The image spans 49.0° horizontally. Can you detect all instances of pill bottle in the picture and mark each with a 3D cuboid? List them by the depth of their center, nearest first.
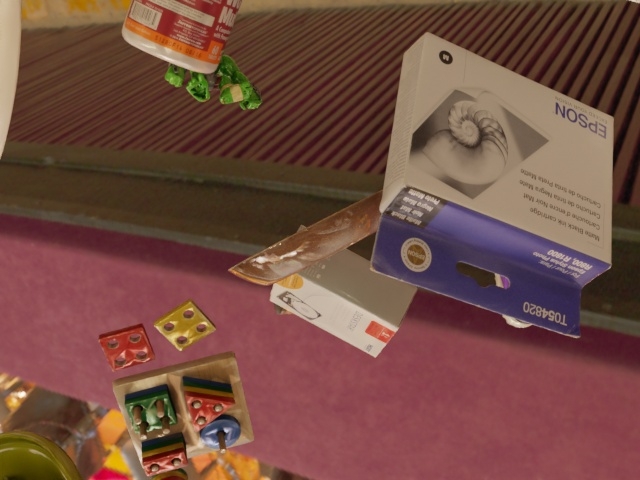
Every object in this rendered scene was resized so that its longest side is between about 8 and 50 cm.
[{"bbox_3d":[-0.143,-0.321,0.825,0.121,0.121,0.221,28,106,13],"label":"pill bottle"}]

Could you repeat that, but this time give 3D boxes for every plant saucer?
[{"bbox_3d":[0.000,0.000,0.731,0.198,0.198,0.036,-27,89,42],"label":"plant saucer"}]

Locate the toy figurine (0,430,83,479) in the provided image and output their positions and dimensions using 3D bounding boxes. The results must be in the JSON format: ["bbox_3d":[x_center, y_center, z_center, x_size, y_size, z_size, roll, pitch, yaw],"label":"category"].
[{"bbox_3d":[-0.094,0.293,0.320,0.362,0.191,0.217,54,-179,39],"label":"toy figurine"}]

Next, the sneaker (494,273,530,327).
[{"bbox_3d":[0.360,0.012,1.277,0.146,0.102,0.293,139,110,-76],"label":"sneaker"}]

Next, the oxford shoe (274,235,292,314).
[{"bbox_3d":[-0.078,0.093,1.889,0.076,0.076,0.212,-5,81,61],"label":"oxford shoe"}]

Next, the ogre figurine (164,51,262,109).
[{"bbox_3d":[-0.205,-0.307,1.285,0.118,0.197,0.097,65,147,28],"label":"ogre figurine"}]

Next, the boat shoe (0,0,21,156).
[{"bbox_3d":[-0.257,-0.075,0.439,0.324,0.096,0.116,-58,45,38],"label":"boat shoe"}]

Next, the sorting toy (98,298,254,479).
[{"bbox_3d":[-0.146,0.192,0.765,0.132,0.046,0.274,-13,122,-8],"label":"sorting toy"}]

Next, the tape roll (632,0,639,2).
[{"bbox_3d":[0.377,-0.360,0.672,0.246,0.169,0.246,11,170,2],"label":"tape roll"}]

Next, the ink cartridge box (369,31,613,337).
[{"bbox_3d":[0.164,-0.049,0.629,0.223,0.224,0.045,18,157,-18],"label":"ink cartridge box"}]

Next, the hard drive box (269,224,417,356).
[{"bbox_3d":[0.035,0.096,1.266,0.232,0.089,0.181,27,153,5],"label":"hard drive box"}]
